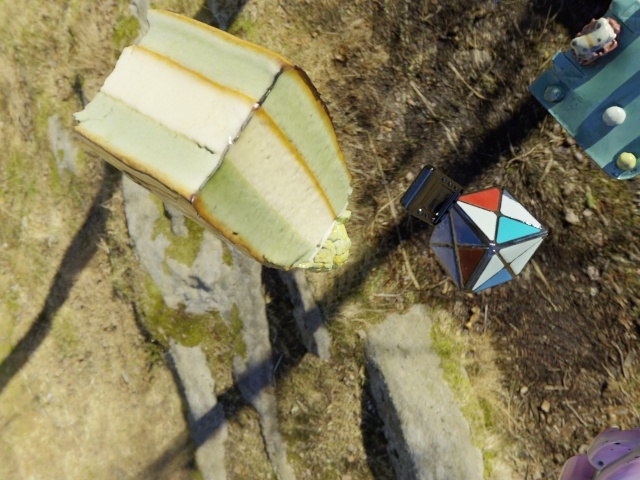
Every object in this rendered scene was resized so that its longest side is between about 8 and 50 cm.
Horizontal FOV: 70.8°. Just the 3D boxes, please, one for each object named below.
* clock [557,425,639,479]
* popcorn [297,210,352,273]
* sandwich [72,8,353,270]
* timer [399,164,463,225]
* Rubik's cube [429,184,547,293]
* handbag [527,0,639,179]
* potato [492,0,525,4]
[{"bbox_3d":[0.400,0.295,0.476,0.227,0.090,0.248,33,131,25],"label":"clock"},{"bbox_3d":[0.000,0.000,0.936,0.135,0.141,0.162,46,75,-24],"label":"popcorn"},{"bbox_3d":[-0.099,-0.091,0.475,0.198,0.227,0.155,29,81,26],"label":"sandwich"},{"bbox_3d":[0.320,-0.129,1.306,0.144,0.187,0.055,-56,43,14],"label":"timer"},{"bbox_3d":[0.550,-0.003,1.513,0.247,0.249,0.248,102,147,-47],"label":"Rubik's cube"},{"bbox_3d":[0.542,-0.267,0.771,0.274,0.100,0.269,51,137,8],"label":"handbag"},{"bbox_3d":[0.375,-0.489,0.876,0.089,0.171,0.101,-49,52,20],"label":"potato"}]
